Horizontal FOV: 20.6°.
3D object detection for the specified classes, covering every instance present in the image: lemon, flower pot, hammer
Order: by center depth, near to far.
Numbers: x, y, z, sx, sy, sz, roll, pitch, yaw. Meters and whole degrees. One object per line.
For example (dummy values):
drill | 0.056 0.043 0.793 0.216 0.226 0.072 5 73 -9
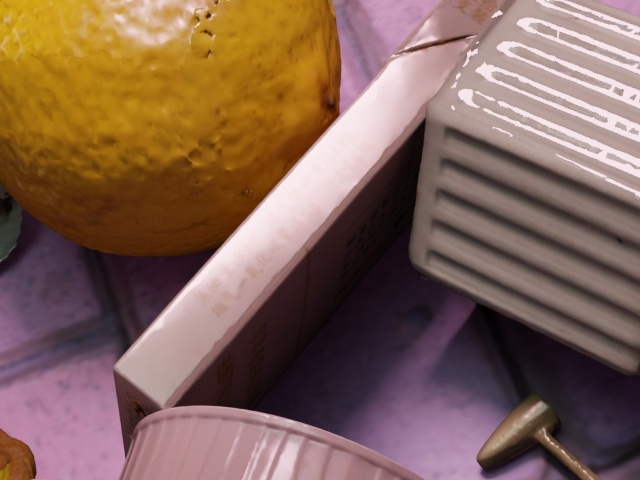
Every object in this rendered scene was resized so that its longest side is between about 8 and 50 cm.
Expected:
hammer | 0.181 0.173 1.105 0.060 0.028 0.195 -43 55 -10
flower pot | 0.192 -0.033 1.140 0.190 0.239 0.209 25 94 29
lemon | -0.120 -0.121 1.260 0.293 0.293 0.293 -8 52 10

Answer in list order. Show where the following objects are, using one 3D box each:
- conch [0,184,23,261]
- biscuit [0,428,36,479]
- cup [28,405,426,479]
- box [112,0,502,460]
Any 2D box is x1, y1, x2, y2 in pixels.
conch | -0.306 -0.041 1.350 0.135 0.153 0.102 -38 27 0
biscuit | -0.295 0.188 1.183 0.290 0.041 0.208 18 47 40
cup | -0.069 0.237 0.979 0.208 0.288 0.273 -24 38 52
box | 0.000 -0.001 1.175 0.051 0.204 0.365 37 69 12
